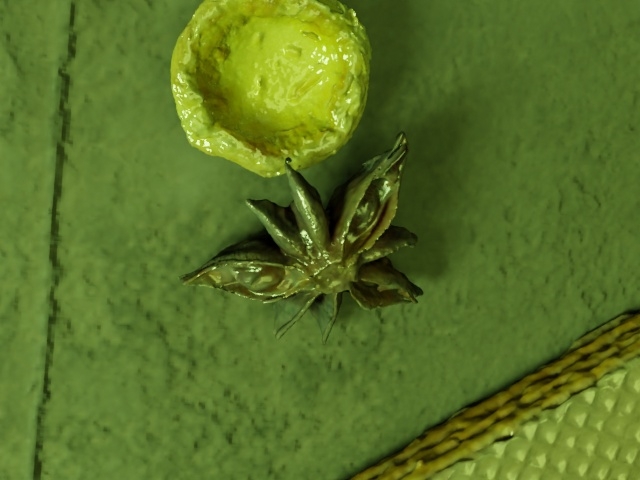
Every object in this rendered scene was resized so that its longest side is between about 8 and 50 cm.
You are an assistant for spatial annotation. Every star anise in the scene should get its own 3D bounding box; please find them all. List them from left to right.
[{"bbox_3d":[-0.010,0.006,0.574,0.129,0.056,0.124,-16,129,-8],"label":"star anise"}]

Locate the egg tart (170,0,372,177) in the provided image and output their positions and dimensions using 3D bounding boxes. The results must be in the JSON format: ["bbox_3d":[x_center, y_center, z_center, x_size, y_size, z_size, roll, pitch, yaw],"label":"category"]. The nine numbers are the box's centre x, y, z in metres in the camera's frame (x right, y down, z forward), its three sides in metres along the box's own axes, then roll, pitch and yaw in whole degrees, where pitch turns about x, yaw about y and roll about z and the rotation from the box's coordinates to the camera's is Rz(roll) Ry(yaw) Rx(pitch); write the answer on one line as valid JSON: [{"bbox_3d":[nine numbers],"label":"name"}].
[{"bbox_3d":[-0.026,-0.083,0.553,0.105,0.039,0.105,-4,106,-15],"label":"egg tart"}]

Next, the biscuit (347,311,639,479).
[{"bbox_3d":[0.085,0.151,0.643,0.378,0.054,0.094,-28,110,-7],"label":"biscuit"}]
